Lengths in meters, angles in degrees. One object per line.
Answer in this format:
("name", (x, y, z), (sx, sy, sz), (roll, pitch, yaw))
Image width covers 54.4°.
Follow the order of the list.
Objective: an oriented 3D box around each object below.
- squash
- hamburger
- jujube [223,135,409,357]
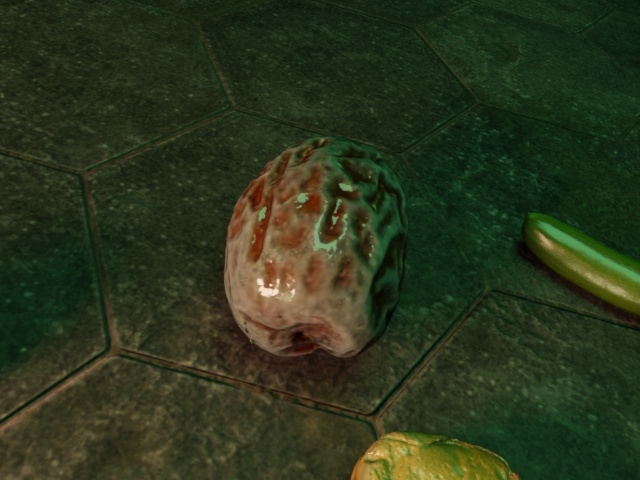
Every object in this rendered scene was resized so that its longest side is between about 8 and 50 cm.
("squash", (0.456, 0.048, 1.012), (0.292, 0.082, 0.082), (31, 45, 16))
("hamburger", (0.116, 0.300, 0.630), (0.213, 0.108, 0.214), (9, 45, -9))
("jujube", (0.009, 0.000, 0.805), (0.215, 0.246, 0.308), (-14, 48, 30))
